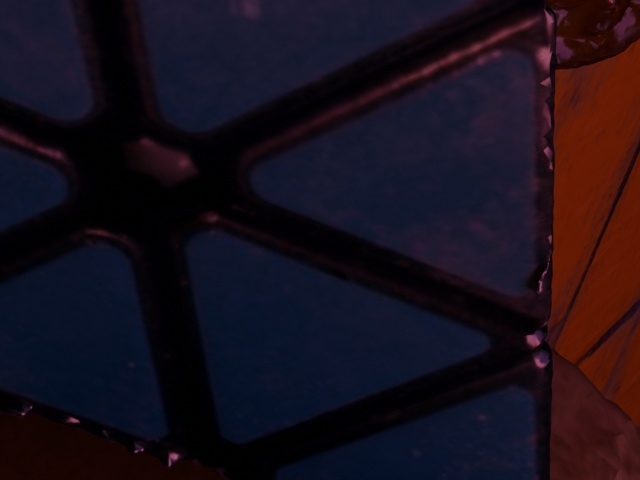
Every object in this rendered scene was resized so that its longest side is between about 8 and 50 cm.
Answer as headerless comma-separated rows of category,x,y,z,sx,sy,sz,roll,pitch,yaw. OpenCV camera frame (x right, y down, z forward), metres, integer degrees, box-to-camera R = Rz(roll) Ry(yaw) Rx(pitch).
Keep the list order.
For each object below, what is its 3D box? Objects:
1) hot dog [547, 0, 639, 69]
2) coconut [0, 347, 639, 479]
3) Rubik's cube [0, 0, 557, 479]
hot dog,0.155,-0.199,0.994,0.272,0.122,0.196,-50,160,-30
coconut,-0.032,0.172,0.693,0.404,0.404,0.404,-50,159,-27
Rubik's cube,-0.037,-0.058,0.480,0.229,0.228,0.233,8,108,-60
